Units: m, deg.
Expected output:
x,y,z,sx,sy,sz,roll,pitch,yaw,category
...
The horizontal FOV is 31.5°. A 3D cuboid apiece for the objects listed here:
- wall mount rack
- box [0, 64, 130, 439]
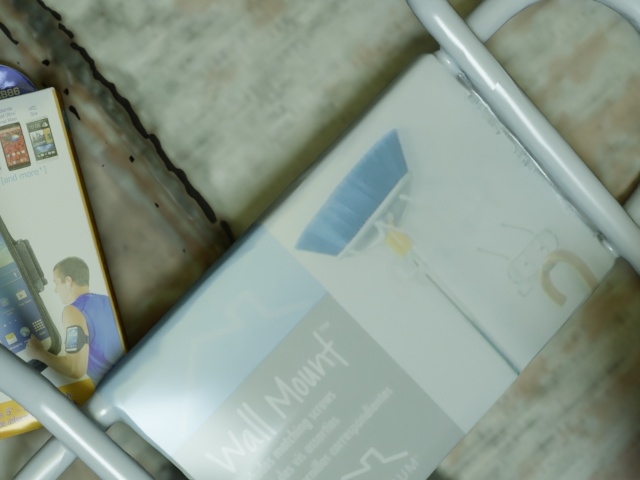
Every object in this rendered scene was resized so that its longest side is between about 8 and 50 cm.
x,y,z,sx,sy,sz,roll,pitch,yaw,category
0.000,0.000,0.362,0.350,0.130,0.304,-47,105,-10,wall mount rack
-0.123,0.004,0.419,0.081,0.028,0.136,-16,94,-7,box
